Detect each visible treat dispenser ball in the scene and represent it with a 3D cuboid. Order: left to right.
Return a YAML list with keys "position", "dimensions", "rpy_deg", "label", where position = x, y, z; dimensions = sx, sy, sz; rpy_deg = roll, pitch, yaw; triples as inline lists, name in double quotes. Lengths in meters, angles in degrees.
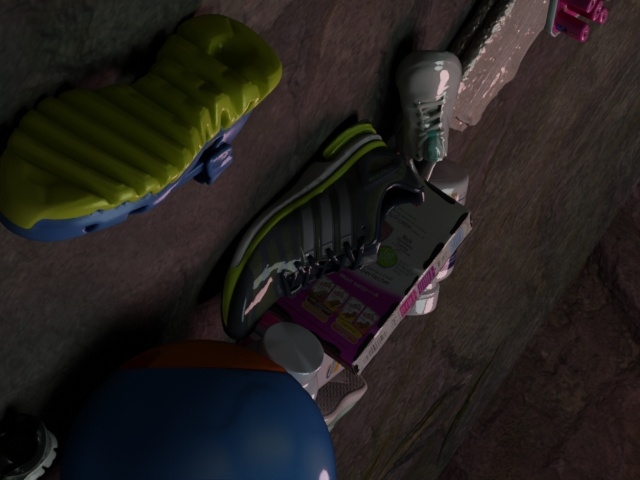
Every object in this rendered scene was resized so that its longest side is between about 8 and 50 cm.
- position: [-0.126, 0.246, 1.871]
  dimensions: [0.288, 0.288, 0.288]
  rpy_deg: [-48, 162, -21]
  label: "treat dispenser ball"

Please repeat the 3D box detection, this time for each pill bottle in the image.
- position: [-0.064, 0.178, 2.051]
  dimensions: [0.103, 0.103, 0.184]
  rpy_deg: [-36, 162, -47]
  label: "pill bottle"
- position: [0.120, -0.006, 2.278]
  dimensions: [0.112, 0.112, 0.186]
  rpy_deg: [-30, 133, -55]
  label: "pill bottle"

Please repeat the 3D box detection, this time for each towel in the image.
- position: [0.228, -0.262, 2.267]
  dimensions: [0.282, 0.049, 0.187]
  rpy_deg: [-58, 164, 11]
  label: "towel"

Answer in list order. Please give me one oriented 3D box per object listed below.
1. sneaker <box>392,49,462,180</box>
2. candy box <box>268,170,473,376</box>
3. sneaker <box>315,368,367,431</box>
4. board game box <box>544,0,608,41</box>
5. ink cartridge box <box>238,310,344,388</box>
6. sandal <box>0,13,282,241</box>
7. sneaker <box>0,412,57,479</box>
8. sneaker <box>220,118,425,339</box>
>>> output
- position: [0.129, -0.142, 2.118]
  dimensions: [0.212, 0.080, 0.094]
  rpy_deg: [91, -6, -62]
  label: "sneaker"
- position: [0.050, 0.021, 2.138]
  dimensions: [0.233, 0.159, 0.071]
  rpy_deg: [-51, 164, -8]
  label: "candy box"
- position: [-0.040, 0.258, 2.471]
  dimensions: [0.151, 0.094, 0.256]
  rpy_deg: [-54, 160, 22]
  label: "sneaker"
- position: [0.410, -0.471, 2.115]
  dimensions: [0.390, 0.050, 0.390]
  rpy_deg: [-41, 150, -39]
  label: "board game box"
- position: [-0.012, 0.125, 2.336]
  dimensions: [0.311, 0.065, 0.186]
  rpy_deg: [-32, 149, -47]
  label: "ink cartridge box"
- position: [-0.151, -0.069, 1.495]
  dimensions: [0.317, 0.126, 0.138]
  rpy_deg: [-34, 158, -47]
  label: "sandal"
- position: [-0.318, 0.228, 1.714]
  dimensions: [0.170, 0.063, 0.075]
  rpy_deg: [-47, 158, -28]
  label: "sneaker"
- position: [0.000, 0.000, 2.025]
  dimensions: [0.300, 0.121, 0.111]
  rpy_deg: [-50, 162, -14]
  label: "sneaker"
